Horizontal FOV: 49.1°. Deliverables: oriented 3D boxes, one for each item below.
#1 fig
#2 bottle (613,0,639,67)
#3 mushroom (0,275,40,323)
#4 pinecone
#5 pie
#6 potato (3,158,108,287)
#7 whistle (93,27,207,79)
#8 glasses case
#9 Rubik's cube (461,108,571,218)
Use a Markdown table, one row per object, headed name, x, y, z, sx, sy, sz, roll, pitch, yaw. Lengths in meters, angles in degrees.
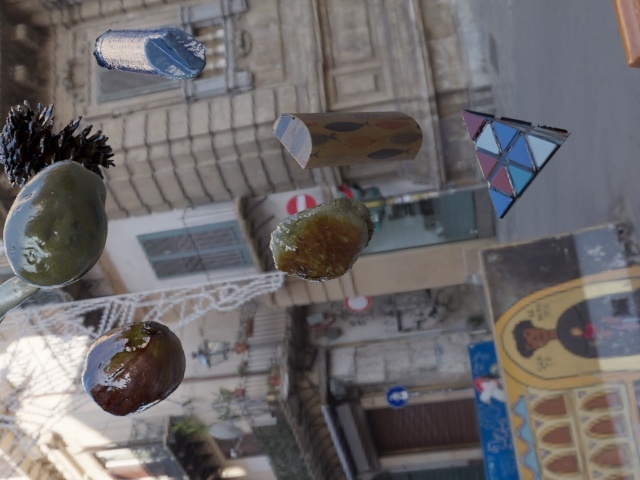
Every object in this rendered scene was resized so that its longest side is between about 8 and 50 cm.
| name | x | y | z | sx | sy | sz | roll | pitch | yaw |
| --- | --- | --- | --- | --- | --- | --- | --- | --- | --- |
| fig | -0.422 | 0.288 | 1.600 | 0.224 | 0.263 | 0.224 | 18 | -116 | -43 |
| bottle | 0.419 | -0.325 | 0.918 | 0.069 | 0.069 | 0.187 | 18 | -120 | -80 |
| mushroom | -0.627 | 0.129 | 1.378 | 0.071 | 0.209 | 0.084 | 46 | -159 | -20 |
| pinecone | -0.684 | -0.237 | 1.833 | 0.246 | 0.292 | 0.246 | -171 | 90 | -72 |
| pie | 0.000 | 0.000 | 1.185 | 0.193 | 0.163 | 0.079 | -52 | 32 | 39 |
| potato | -0.457 | -0.029 | 1.222 | 0.160 | 0.177 | 0.235 | 106 | 175 | -71 |
| whistle | -0.227 | -0.242 | 0.899 | 0.304 | 0.062 | 0.062 | 25 | 133 | 56 |
| glasses case | 0.035 | -0.116 | 0.758 | 0.065 | 0.169 | 0.041 | 51 | 132 | 30 |
| Rubik's cube | 0.409 | -0.212 | 1.639 | 0.250 | 0.234 | 0.284 | -58 | -12 | 30 |
